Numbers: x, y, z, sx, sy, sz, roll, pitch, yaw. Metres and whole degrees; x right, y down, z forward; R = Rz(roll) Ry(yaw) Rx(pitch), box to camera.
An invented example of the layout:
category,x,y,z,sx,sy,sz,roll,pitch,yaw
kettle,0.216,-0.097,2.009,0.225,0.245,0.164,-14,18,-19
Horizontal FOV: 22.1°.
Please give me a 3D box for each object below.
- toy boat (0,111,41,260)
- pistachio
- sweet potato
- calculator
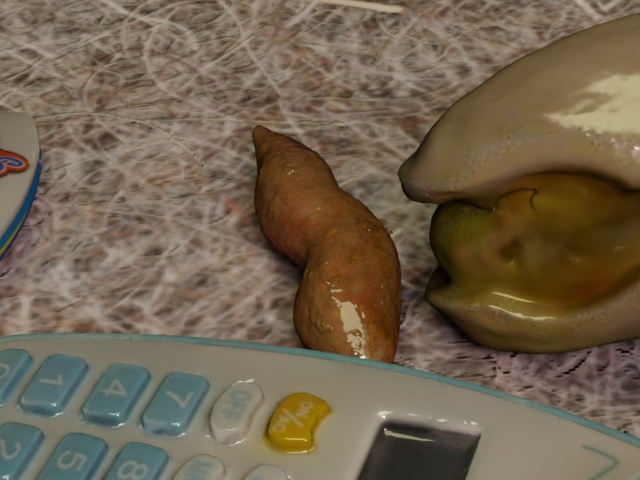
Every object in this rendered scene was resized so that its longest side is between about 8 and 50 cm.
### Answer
category,x,y,z,sx,sy,sz,roll,pitch,yaw
toy boat,-0.246,0.006,0.859,0.129,0.088,0.295,24,43,21
pistachio,0.183,-0.041,0.839,0.288,0.166,0.197,-9,16,-1
sweet potato,0.004,0.000,0.881,0.065,0.051,0.218,-13,41,-8
calculator,-0.059,0.139,0.716,0.386,0.054,0.256,9,41,17
